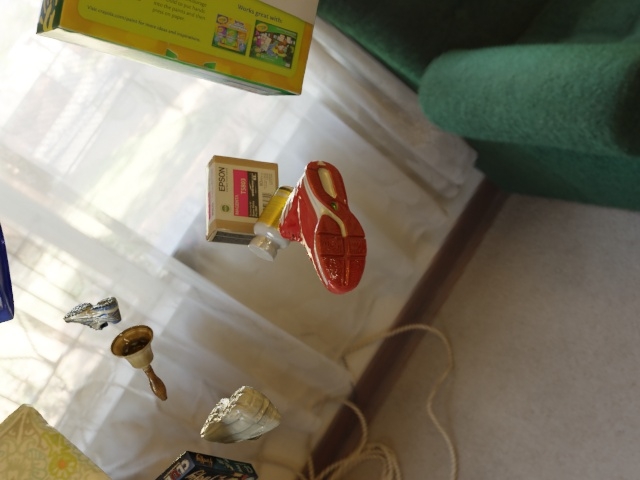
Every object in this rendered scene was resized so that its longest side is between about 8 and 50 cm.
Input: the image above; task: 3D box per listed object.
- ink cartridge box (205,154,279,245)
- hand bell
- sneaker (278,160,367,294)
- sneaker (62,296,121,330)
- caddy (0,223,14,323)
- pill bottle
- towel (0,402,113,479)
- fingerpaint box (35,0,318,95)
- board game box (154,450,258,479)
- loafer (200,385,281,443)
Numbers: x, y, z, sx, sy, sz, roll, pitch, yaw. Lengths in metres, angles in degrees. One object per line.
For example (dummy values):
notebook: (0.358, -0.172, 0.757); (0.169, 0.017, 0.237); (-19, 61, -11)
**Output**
ink cartridge box: (-0.215, -0.108, 2.317); (0.088, 0.193, 0.234); (134, 136, -57)
hand bell: (-0.489, 0.369, 2.370); (0.126, 0.242, 0.126); (-12, 35, 9)
sneaker: (0.000, 0.000, 1.284); (0.128, 0.087, 0.221); (130, 140, -51)
sneaker: (-0.453, 0.156, 1.663); (0.135, 0.058, 0.052); (-11, 23, 26)
caddy: (-0.818, 0.057, 1.894); (0.241, 0.179, 0.341); (114, 143, -71)
pill bottle: (-0.107, -0.043, 2.139); (0.103, 0.103, 0.184); (-5, 51, 60)
towel: (-0.433, 0.465, 1.227); (0.320, 0.374, 0.090); (-45, -24, -26)
fingerpaint box: (-0.221, -0.479, 1.436); (0.163, 0.445, 0.371); (15, 95, 56)
board game box: (-0.264, 0.536, 1.809); (0.165, 0.243, 0.042); (-43, 55, 9)
loafer: (-0.179, 0.403, 1.840); (0.112, 0.111, 0.319); (-60, 10, -27)
